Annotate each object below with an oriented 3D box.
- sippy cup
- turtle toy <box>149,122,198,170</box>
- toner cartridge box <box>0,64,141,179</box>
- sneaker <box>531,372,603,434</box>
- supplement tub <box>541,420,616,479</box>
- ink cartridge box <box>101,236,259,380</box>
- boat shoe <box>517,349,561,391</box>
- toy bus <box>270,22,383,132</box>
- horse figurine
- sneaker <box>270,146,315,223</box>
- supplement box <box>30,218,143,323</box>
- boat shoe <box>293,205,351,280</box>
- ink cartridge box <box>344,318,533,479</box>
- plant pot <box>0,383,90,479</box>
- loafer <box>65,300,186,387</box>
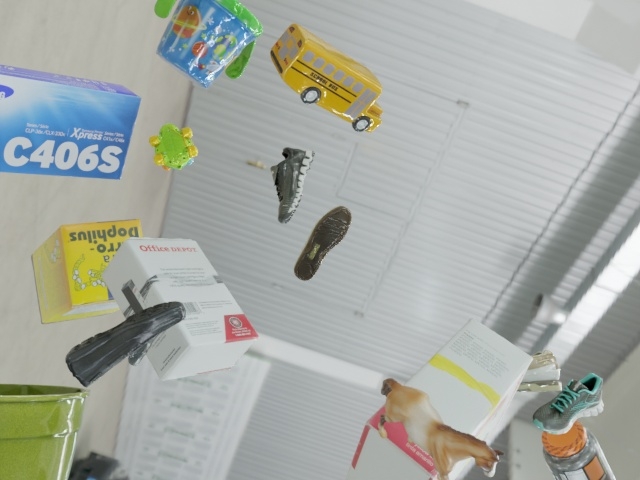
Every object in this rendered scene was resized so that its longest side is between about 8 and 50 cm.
[{"bbox_3d":[-0.306,-0.536,1.930,0.224,0.306,0.240,-56,-156,2],"label":"sippy cup"},{"bbox_3d":[-0.318,-0.203,1.580,0.066,0.095,0.130,93,-20,-63],"label":"turtle toy"},{"bbox_3d":[-0.485,-0.198,1.226,0.348,0.075,0.165,-1,116,-46],"label":"toner cartridge box"},{"bbox_3d":[0.432,0.277,1.274,0.065,0.167,0.076,31,-52,45],"label":"sneaker"},{"bbox_3d":[0.551,0.478,1.571,0.117,0.190,0.117,-25,-155,13],"label":"supplement tub"},{"bbox_3d":[-0.284,0.130,1.473,0.114,0.272,0.197,-48,153,25],"label":"ink cartridge box"},{"bbox_3d":[0.453,0.323,1.810,0.113,0.303,0.103,150,-59,-64],"label":"boat shoe"},{"bbox_3d":[0.032,-0.383,1.770,0.130,0.333,0.108,-47,-135,24],"label":"toy bus"},{"bbox_3d":[0.164,0.302,1.153,0.263,0.066,0.174,46,-32,39],"label":"horse figurine"},{"bbox_3d":[-0.097,-0.158,2.018,0.078,0.106,0.234,130,-22,-69],"label":"sneaker"},{"bbox_3d":[-0.584,0.083,1.841,0.357,0.194,0.195,-21,-102,56],"label":"supplement box"},{"bbox_3d":[0.000,0.000,1.637,0.190,0.068,0.072,-52,-173,5],"label":"boat shoe"},{"bbox_3d":[0.237,0.376,1.477,0.385,0.160,0.279,-35,149,-39],"label":"ink cartridge box"},{"bbox_3d":[-0.619,0.444,1.317,0.366,0.367,0.352,128,-35,-80],"label":"plant pot"},{"bbox_3d":[-0.328,0.177,1.267,0.223,0.078,0.076,-28,-168,-2],"label":"loafer"}]
